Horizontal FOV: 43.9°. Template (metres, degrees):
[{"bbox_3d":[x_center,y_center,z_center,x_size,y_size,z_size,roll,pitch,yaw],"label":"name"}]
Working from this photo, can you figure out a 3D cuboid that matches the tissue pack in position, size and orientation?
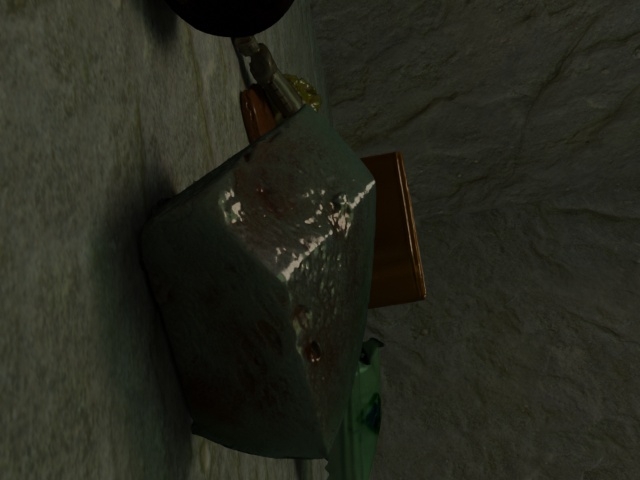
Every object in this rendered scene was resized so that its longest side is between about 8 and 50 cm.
[{"bbox_3d":[0.000,0.000,1.146,0.145,0.275,0.194,63,18,-66],"label":"tissue pack"}]

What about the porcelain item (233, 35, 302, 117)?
[{"bbox_3d":[-0.106,-0.330,1.526,0.213,0.054,0.084,51,12,-47],"label":"porcelain item"}]

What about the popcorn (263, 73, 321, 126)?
[{"bbox_3d":[-0.067,-0.283,1.703,0.126,0.126,0.145,-37,138,-55],"label":"popcorn"}]

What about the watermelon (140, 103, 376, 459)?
[{"bbox_3d":[-0.075,0.019,0.812,0.258,0.229,0.387,46,44,-64],"label":"watermelon"}]

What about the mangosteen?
[{"bbox_3d":[-0.084,-0.370,0.983,0.235,0.262,0.235,-10,90,-86],"label":"mangosteen"}]

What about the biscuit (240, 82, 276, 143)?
[{"bbox_3d":[-0.115,-0.237,1.547,0.192,0.036,0.186,-94,170,-48],"label":"biscuit"}]

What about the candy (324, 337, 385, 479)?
[{"bbox_3d":[0.016,0.293,1.566,0.398,0.172,0.262,-149,-123,-72],"label":"candy"}]
